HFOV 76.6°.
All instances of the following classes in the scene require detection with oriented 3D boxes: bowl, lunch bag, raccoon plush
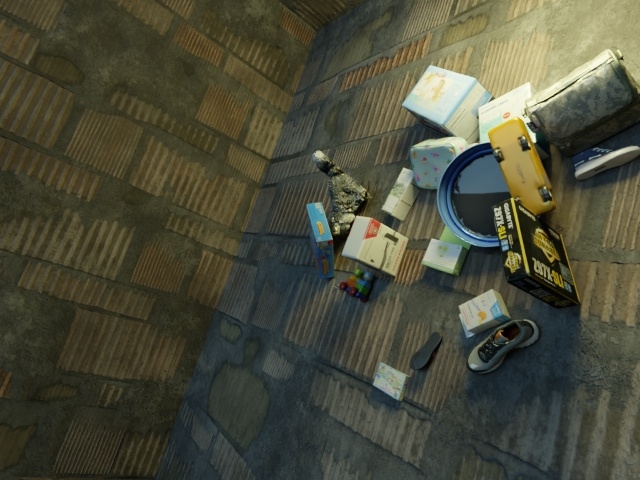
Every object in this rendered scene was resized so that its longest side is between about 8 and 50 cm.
[{"bbox_3d":[0.638,-0.171,1.522,0.391,0.077,0.390,3,94,41],"label":"bowl"},{"bbox_3d":[0.870,-0.460,1.354,0.305,0.256,0.212,-32,46,40],"label":"lunch bag"},{"bbox_3d":[0.056,-0.233,2.229,0.299,0.446,0.216,-48,-8,1],"label":"raccoon plush"},{"bbox_3d":[0.531,-0.335,1.796,0.108,0.223,0.279,-29,21,-25],"label":"lunch bag"}]

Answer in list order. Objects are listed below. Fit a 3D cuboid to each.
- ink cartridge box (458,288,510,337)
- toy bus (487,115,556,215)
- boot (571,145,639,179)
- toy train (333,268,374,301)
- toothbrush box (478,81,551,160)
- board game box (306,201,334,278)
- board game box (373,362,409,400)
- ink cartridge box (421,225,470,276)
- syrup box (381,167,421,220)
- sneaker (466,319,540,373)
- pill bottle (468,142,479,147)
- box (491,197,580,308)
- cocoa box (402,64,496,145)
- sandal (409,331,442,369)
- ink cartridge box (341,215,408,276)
[{"bbox_3d":[0.577,0.268,1.471,0.181,0.062,0.104,-39,41,34],"label":"ink cartridge box"},{"bbox_3d":[0.673,-0.239,1.352,0.108,0.130,0.332,-25,76,38],"label":"toy bus"},{"bbox_3d":[0.927,-0.279,1.329,0.190,0.069,0.086,-27,52,45],"label":"boot"},{"bbox_3d":[0.163,0.204,2.052,0.143,0.105,0.248,-58,33,-8],"label":"toy train"},{"bbox_3d":[0.762,-0.434,1.606,0.216,0.126,0.295,-20,53,47],"label":"toothbrush box"},{"bbox_3d":[0.000,0.000,2.247,0.308,0.086,0.301,-106,8,-45],"label":"board game box"},{"bbox_3d":[0.293,0.586,1.690,0.154,0.026,0.103,11,79,56],"label":"board game box"},{"bbox_3d":[0.540,0.017,1.689,0.171,0.056,0.234,20,88,57],"label":"ink cartridge box"},{"bbox_3d":[0.408,-0.226,1.983,0.093,0.096,0.236,35,98,54],"label":"syrup box"},{"bbox_3d":[0.591,0.349,1.362,0.271,0.108,0.100,-49,39,25],"label":"sneaker"},{"bbox_3d":[0.634,-0.378,1.786,0.137,0.078,0.078,-3,68,54],"label":"pill bottle"},{"bbox_3d":[0.667,0.047,1.253,0.079,0.322,0.256,-27,49,45],"label":"box"},{"bbox_3d":[0.592,-0.618,1.860,0.231,0.228,0.347,-55,35,15],"label":"cocoa box"},{"bbox_3d":[0.424,0.443,1.600,0.179,0.040,0.067,-50,40,-3],"label":"sandal"},{"bbox_3d":[0.257,0.030,1.873,0.114,0.273,0.196,14,81,52],"label":"ink cartridge box"}]
